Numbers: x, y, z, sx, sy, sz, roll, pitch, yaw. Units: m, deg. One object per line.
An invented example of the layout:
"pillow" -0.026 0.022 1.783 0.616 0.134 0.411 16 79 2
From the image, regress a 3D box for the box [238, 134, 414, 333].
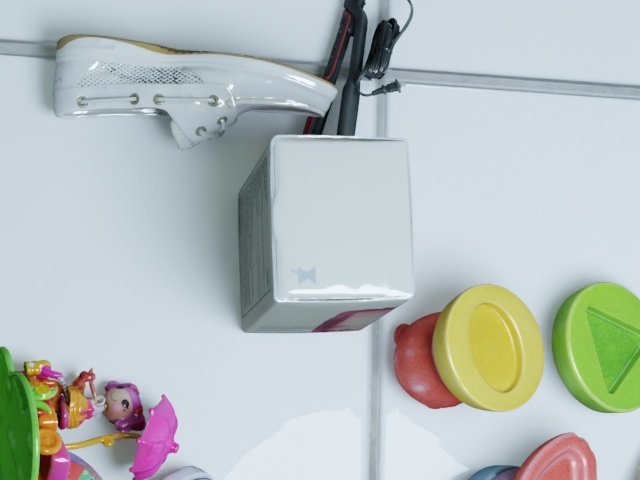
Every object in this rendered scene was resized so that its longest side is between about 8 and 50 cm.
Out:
"box" 0.000 0.000 1.499 0.126 0.232 0.149 0 80 -10

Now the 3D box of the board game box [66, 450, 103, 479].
"board game box" -0.273 0.271 1.509 0.168 0.033 0.133 -38 89 -14

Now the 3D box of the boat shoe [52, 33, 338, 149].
"boat shoe" -0.124 -0.134 1.575 0.277 0.098 0.096 7 84 3

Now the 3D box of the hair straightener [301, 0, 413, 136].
"hair straightener" 0.047 -0.165 1.628 0.089 0.047 0.230 12 71 16

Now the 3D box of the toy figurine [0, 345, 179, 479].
"toy figurine" -0.214 0.169 1.509 0.159 0.130 0.173 0 40 -26

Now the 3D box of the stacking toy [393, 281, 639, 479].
"stacking toy" 0.215 0.189 1.595 0.279 0.130 0.309 -13 85 -38

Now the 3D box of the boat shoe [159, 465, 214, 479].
"boat shoe" -0.180 0.293 1.483 0.226 0.076 0.083 -38 133 -14
